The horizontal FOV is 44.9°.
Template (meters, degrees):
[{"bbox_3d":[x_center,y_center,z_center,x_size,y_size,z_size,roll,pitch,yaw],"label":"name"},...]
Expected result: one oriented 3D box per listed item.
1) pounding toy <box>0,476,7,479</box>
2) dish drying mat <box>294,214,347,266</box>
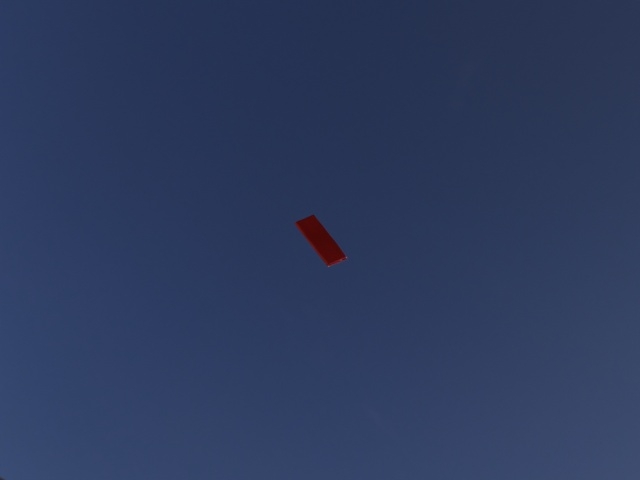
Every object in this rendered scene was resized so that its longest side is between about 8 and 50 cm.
[{"bbox_3d":[-0.118,0.093,0.198,0.206,0.094,0.181,28,-21,-4],"label":"pounding toy"},{"bbox_3d":[0.000,0.000,1.026,0.083,0.032,0.008,52,-26,31],"label":"dish drying mat"}]
